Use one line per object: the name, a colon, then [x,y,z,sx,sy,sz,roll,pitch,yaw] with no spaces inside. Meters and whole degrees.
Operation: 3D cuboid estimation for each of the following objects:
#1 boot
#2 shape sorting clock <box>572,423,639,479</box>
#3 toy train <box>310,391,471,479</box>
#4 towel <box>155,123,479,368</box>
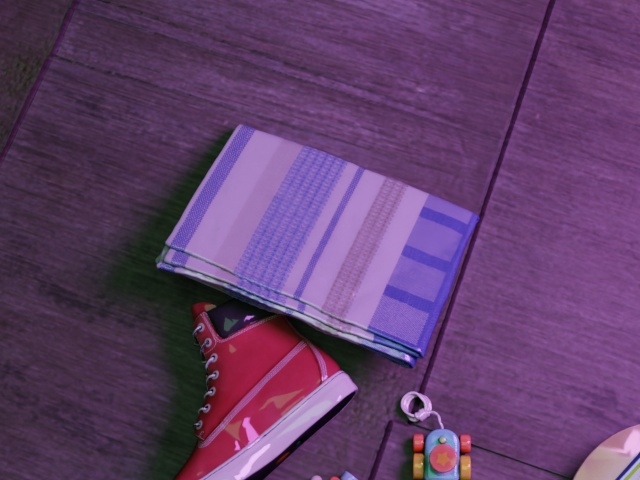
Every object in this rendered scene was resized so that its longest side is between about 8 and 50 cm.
boot: [-0.109,0.163,1.221,0.244,0.088,0.176,-40,76,-17]
shape sorting clock: [0.333,0.277,1.187,0.206,0.040,0.206,0,83,-1]
toy train: [0.073,0.231,1.210,0.125,0.046,0.166,40,80,12]
towel: [0.000,0.000,1.261,0.285,0.034,0.209,21,54,7]
